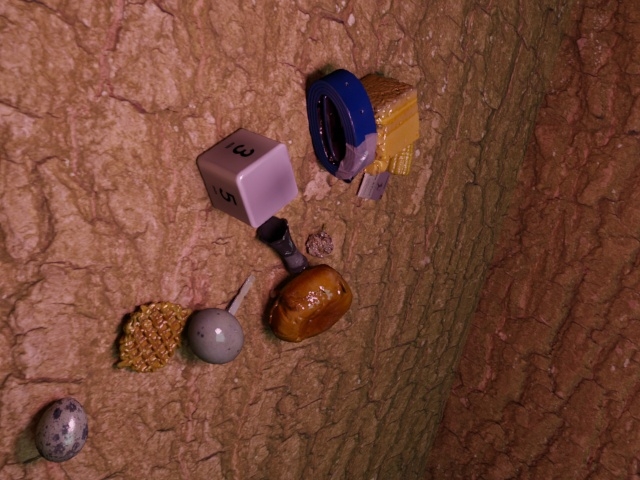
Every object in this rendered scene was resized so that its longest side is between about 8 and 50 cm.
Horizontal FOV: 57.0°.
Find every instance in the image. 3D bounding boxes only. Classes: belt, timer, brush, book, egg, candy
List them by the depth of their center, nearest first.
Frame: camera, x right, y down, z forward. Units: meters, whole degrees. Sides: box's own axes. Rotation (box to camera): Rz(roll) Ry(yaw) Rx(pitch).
[{"bbox_3d":[-0.696,0.510,1.591,0.132,0.132,0.172,12,87,-52],"label":"egg"},{"bbox_3d":[-0.209,-0.184,1.715,0.192,0.195,0.194,-41,138,-28],"label":"timer"},{"bbox_3d":[-0.331,0.305,1.872,0.169,0.169,0.236,-48,153,-20],"label":"egg"},{"bbox_3d":[0.072,-0.375,1.927,0.117,0.212,0.347,-37,131,-33],"label":"belt"},{"bbox_3d":[-0.276,0.192,1.997,0.033,0.030,0.179,45,64,-35],"label":"brush"},{"bbox_3d":[0.319,-0.357,2.327,0.094,0.106,0.199,-18,122,-66],"label":"candy"},{"bbox_3d":[0.215,-0.223,2.337,0.181,0.014,0.127,5,109,-57],"label":"book"}]

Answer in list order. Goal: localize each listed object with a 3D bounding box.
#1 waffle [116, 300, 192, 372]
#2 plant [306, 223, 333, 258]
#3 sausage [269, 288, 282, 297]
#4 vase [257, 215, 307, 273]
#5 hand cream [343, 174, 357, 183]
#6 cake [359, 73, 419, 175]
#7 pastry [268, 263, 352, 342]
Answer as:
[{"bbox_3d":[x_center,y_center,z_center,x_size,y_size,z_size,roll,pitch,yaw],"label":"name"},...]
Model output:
[{"bbox_3d":[-0.497,0.292,1.763,0.243,0.058,0.238,13,101,-54],"label":"waffle"},{"bbox_3d":[0.000,0.000,2.194,0.116,0.104,0.122,123,-21,-59],"label":"plant"},{"bbox_3d":[-0.138,0.193,2.156,0.107,0.031,0.031,1,110,-50],"label":"sausage"},{"bbox_3d":[-0.120,0.024,2.029,0.115,0.115,0.237,-53,147,-15],"label":"vase"},{"bbox_3d":[0.143,-0.276,2.220,0.163,0.039,0.062,-48,139,-30],"label":"hand cream"},{"bbox_3d":[0.200,-0.396,2.063,0.227,0.222,0.286,-37,136,-28],"label":"cake"},{"bbox_3d":[-0.033,0.239,2.154,0.356,0.164,0.356,-35,151,-23],"label":"pastry"}]
